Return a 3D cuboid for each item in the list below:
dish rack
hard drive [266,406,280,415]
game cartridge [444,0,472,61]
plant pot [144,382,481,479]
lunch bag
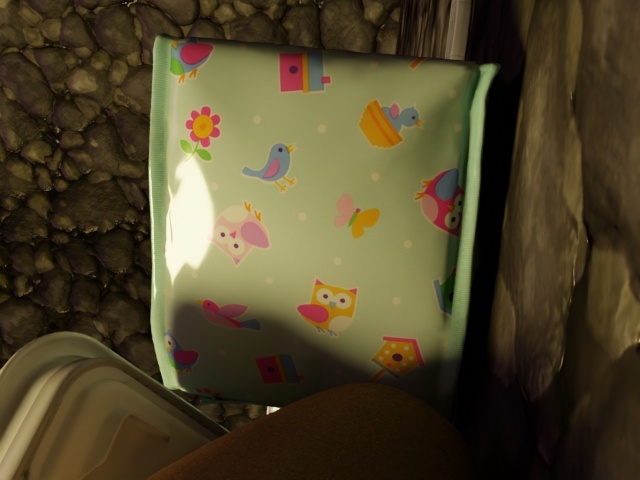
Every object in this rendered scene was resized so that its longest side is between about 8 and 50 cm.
[{"bbox_3d":[-0.104,0.244,0.453,0.333,0.072,0.285,49,-131,-41],"label":"dish rack"},{"bbox_3d":[0.028,0.185,0.784,0.319,0.040,0.210,-20,-62,-65],"label":"hard drive"},{"bbox_3d":[0.132,-0.199,0.690,0.056,0.017,0.083,-50,-34,-80],"label":"game cartridge"},{"bbox_3d":[-0.015,0.185,0.333,0.254,0.237,0.237,-39,-40,-55],"label":"plant pot"},{"bbox_3d":[0.000,0.000,0.510,0.160,0.223,0.262,-55,-29,-76],"label":"lunch bag"}]
